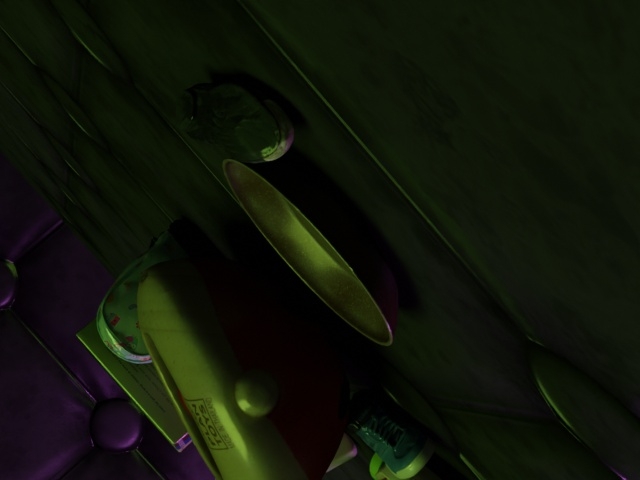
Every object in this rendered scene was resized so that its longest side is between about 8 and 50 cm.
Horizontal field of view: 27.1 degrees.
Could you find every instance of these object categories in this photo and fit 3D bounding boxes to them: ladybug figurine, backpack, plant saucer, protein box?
[{"bbox_3d":[-0.079,0.146,1.447,0.305,0.162,0.449,64,169,-6],"label":"ladybug figurine"},{"bbox_3d":[-0.204,0.074,1.694,0.152,0.182,0.115,48,170,6],"label":"backpack"},{"bbox_3d":[0.000,0.000,1.064,0.198,0.036,0.198,45,168,13],"label":"plant saucer"},{"bbox_3d":[-0.185,0.144,1.809,0.200,0.201,0.136,47,169,8],"label":"protein box"}]

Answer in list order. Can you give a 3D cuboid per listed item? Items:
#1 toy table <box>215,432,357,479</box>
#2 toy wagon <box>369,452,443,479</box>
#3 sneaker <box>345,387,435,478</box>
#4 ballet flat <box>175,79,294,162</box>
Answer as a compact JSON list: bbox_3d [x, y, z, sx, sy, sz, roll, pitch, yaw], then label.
[{"bbox_3d":[-0.090,0.311,1.981,0.161,0.252,0.274,60,-171,33],"label":"toy table"},{"bbox_3d":[0.189,0.379,1.546,0.267,0.068,0.344,34,162,51],"label":"toy wagon"},{"bbox_3d":[0.066,0.204,1.440,0.084,0.058,0.152,42,177,-13],"label":"sneaker"},{"bbox_3d":[-0.058,-0.092,0.988,0.173,0.049,0.057,24,111,61],"label":"ballet flat"}]
